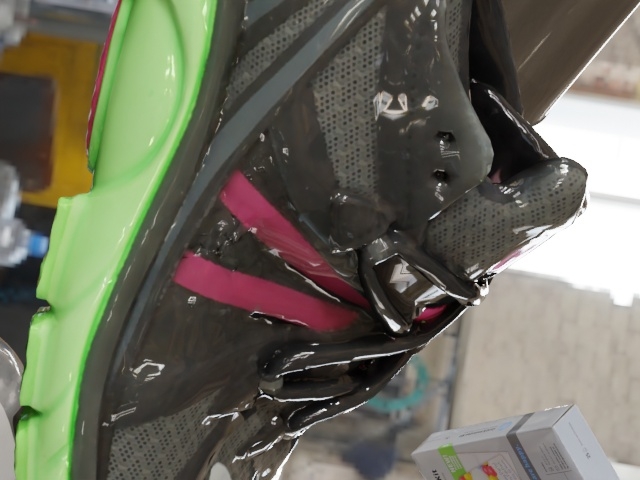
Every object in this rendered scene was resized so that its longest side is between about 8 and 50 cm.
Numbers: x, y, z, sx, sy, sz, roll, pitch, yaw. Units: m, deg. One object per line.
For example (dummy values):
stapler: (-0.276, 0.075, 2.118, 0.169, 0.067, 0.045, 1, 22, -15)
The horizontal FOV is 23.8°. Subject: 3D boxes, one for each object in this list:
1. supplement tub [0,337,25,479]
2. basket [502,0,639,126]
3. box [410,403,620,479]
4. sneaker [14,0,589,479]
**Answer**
supplement tub: (-0.251, 0.183, 0.920, 0.193, 0.193, 0.316, -78, 160, -68)
basket: (0.244, -0.254, 1.543, 0.227, 0.154, 0.204, -47, -162, 40)
box: (0.178, 0.221, 1.294, 0.038, 0.145, 0.186, -36, -171, -36)
sneaker: (0.000, 0.000, 0.633, 0.185, 0.202, 0.483, -70, 177, -63)
